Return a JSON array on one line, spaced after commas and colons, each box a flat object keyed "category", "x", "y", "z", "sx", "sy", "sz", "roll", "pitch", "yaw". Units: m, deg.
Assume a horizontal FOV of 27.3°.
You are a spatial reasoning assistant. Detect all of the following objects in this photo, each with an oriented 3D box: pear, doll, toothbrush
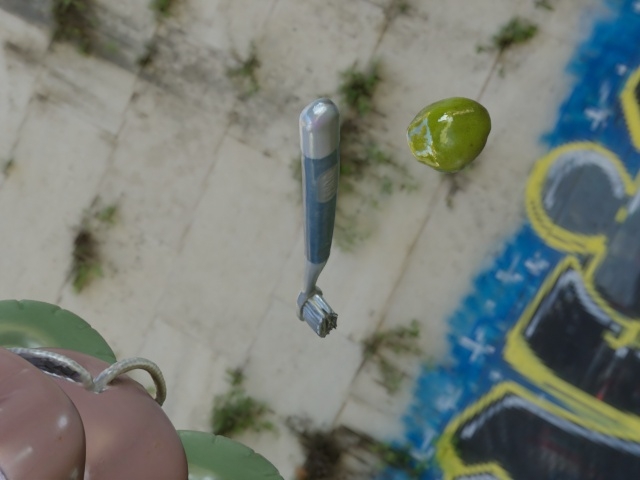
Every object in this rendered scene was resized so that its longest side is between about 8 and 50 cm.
[{"category": "pear", "x": 0.150, "y": -0.121, "z": 1.505, "sx": 0.092, "sy": 0.097, "sz": 0.092, "roll": 54, "pitch": -156, "yaw": -39}, {"category": "doll", "x": -0.167, "y": 0.135, "z": 0.829, "sx": 0.268, "sy": 0.284, "sz": 0.216, "roll": -32, "pitch": -28, "yaw": -55}, {"category": "toothbrush", "x": 0.000, "y": 0.000, "z": 0.687, "sx": 0.019, "sy": 0.025, "sz": 0.276, "roll": -36, "pitch": -17, "yaw": -15}]
